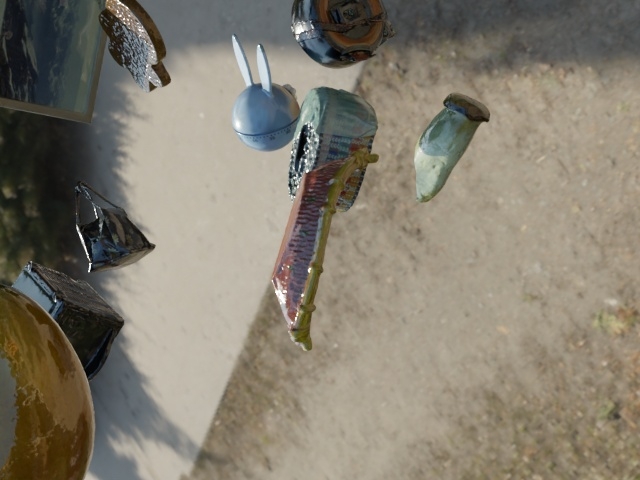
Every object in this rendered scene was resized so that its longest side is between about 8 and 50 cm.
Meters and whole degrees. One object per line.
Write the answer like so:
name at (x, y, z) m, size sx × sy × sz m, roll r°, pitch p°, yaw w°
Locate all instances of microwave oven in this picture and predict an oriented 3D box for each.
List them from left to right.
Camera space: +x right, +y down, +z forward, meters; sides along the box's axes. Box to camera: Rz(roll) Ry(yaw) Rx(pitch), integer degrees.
microwave oven at (-0.540, 0.197, 1.783) m, size 0.188 × 0.247 × 0.178 m, roll 37°, pitch -175°, yaw 40°

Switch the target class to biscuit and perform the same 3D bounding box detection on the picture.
biscuit at (-0.326, -0.352, 1.602) m, size 0.180 × 0.039 × 0.236 m, roll 49°, pitch 161°, yaw 2°

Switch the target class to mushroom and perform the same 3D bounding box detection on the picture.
mushroom at (0.260, -0.195, 1.966) m, size 0.107 × 0.087 × 0.333 m, roll 21°, pitch 145°, yaw -6°

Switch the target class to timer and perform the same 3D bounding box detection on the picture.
timer at (-0.118, -0.327, 2.036) m, size 0.175 × 0.175 × 0.255 m, roll 26°, pitch 117°, yaw 43°

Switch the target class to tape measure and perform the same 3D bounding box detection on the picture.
tape measure at (0.046, -0.474, 1.932) m, size 0.135 × 0.223 × 0.202 m, roll -14°, pitch 109°, yaw 55°

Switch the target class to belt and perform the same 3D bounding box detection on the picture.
belt at (0.020, -0.193, 1.908) m, size 0.207 × 0.150 × 0.257 m, roll -133°, pitch 54°, yaw -67°

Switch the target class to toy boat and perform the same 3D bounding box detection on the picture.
toy boat at (-0.005, -0.004, 1.303) m, size 0.099 × 0.318 × 0.141 m, roll 22°, pitch 162°, yaw -8°

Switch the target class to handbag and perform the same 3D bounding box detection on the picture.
handbag at (-0.316, -0.024, 1.308) m, size 0.139 × 0.072 × 0.115 m, roll 58°, pitch -169°, yaw 3°

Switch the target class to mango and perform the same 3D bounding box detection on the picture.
mango at (-0.437, 0.232, 1.251) m, size 0.264 × 0.221 × 0.378 m, roll 19°, pitch 119°, yaw 32°

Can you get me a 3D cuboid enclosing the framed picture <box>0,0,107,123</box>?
framed picture at (-0.529, -0.412, 1.742) m, size 0.022 × 0.247 × 0.335 m, roll 24°, pitch 104°, yaw 52°
